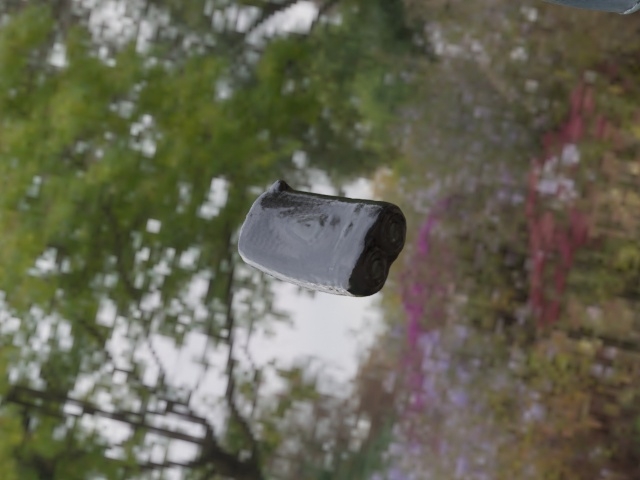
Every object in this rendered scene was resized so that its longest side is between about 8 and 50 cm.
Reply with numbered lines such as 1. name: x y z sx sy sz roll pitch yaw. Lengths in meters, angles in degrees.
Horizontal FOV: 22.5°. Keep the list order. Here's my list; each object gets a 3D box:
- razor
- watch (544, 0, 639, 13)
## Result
1. razor: 0.000 0.000 1.410 0.090 0.148 0.054 -61 -40 -22
2. watch: 0.155 -0.253 1.063 0.068 0.193 0.206 -36 27 58
